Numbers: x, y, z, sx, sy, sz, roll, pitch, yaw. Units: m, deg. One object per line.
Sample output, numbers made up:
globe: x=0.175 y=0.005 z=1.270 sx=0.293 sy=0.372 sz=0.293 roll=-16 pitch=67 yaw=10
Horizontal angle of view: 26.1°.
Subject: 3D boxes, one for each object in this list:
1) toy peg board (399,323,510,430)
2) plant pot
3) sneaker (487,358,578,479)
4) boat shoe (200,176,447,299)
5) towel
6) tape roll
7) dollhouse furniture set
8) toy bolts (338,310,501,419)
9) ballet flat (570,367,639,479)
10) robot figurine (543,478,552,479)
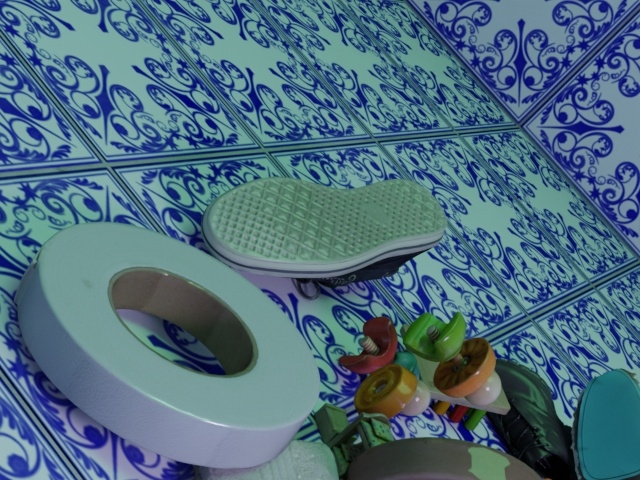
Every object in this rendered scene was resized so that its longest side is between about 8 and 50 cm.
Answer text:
toy peg board: x=0.205 y=0.233 z=2.271 sx=0.161 sy=0.079 sz=0.161 roll=14 pitch=33 yaw=-24
plant pot: x=0.141 y=0.399 z=1.676 sx=0.263 sy=0.263 sz=0.229 roll=34 pitch=47 yaw=-24
sneaker: x=0.354 y=0.317 z=2.324 sx=0.286 sy=0.109 sz=0.130 roll=45 pitch=29 yaw=7
boat shoe: x=0.000 y=0.000 z=2.214 sx=0.500 sy=0.156 sz=0.187 roll=-6 pitch=59 yaw=-47
towel: x=-0.055 y=0.328 z=1.626 sx=0.187 sy=0.049 sz=0.282 roll=14 pitch=33 yaw=-22
tape roll: x=-0.184 y=0.121 z=1.707 sx=0.392 sy=0.072 sz=0.392 roll=26 pitch=24 yaw=-13
dollhouse furniture set: x=0.021 y=0.263 z=1.854 sx=0.161 sy=0.101 sz=0.182 roll=24 pitch=30 yaw=-39
toy bolts: x=0.138 y=0.222 z=2.056 sx=0.158 sy=0.218 sz=0.228 roll=50 pitch=-25 yaw=-22
ballet flat: x=0.494 y=0.418 z=2.260 sx=0.147 sy=0.147 sz=0.409 roll=23 pitch=54 yaw=-41
robot figurine: x=0.382 y=0.468 z=2.081 sx=0.219 sy=0.128 sz=0.158 roll=49 pitch=-4 yaw=12
